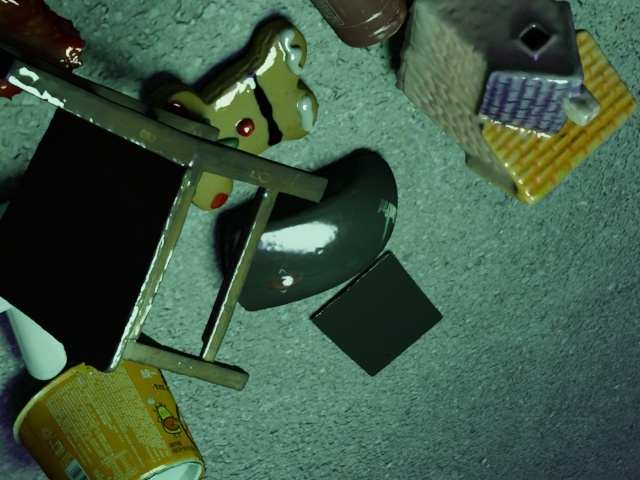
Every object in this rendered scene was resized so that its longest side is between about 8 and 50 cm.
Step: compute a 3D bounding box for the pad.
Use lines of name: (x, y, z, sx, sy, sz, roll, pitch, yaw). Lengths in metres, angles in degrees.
pad: (0.094, 0.122, 1.676, 0.159, 0.009, 0.265, -41, 144, 1)

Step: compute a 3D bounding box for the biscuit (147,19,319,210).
biscuit: (-0.127, -0.110, 1.208, 0.301, 0.049, 0.197, -34, 141, -12)

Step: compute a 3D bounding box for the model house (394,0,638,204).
model house: (0.239, -0.202, 1.214, 0.202, 0.237, 0.237, -39, 165, -15)

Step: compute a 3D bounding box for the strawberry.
strawberry: (-0.321, -0.202, 0.924, 0.228, 0.098, 0.174, -17, 138, -32)

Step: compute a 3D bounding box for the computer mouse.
computer mouse: (0.000, 0.000, 1.395, 0.269, 0.100, 0.170, -26, 139, -17)

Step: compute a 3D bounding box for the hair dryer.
hair dryer: (-0.325, 0.083, 1.233, 0.173, 0.107, 0.357, -23, 149, -19)

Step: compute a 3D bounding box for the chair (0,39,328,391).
chair: (-0.210, -0.019, 0.950, 0.416, 0.203, 0.241, 16, 101, -56)

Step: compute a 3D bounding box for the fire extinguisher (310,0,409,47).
fire extinguisher: (0.001, -0.305, 1.079, 0.105, 0.105, 0.269, -42, 143, 4)

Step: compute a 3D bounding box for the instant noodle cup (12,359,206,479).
instant noodle cup: (-0.259, 0.264, 1.359, 0.215, 0.172, 0.216, -30, 155, -16)
